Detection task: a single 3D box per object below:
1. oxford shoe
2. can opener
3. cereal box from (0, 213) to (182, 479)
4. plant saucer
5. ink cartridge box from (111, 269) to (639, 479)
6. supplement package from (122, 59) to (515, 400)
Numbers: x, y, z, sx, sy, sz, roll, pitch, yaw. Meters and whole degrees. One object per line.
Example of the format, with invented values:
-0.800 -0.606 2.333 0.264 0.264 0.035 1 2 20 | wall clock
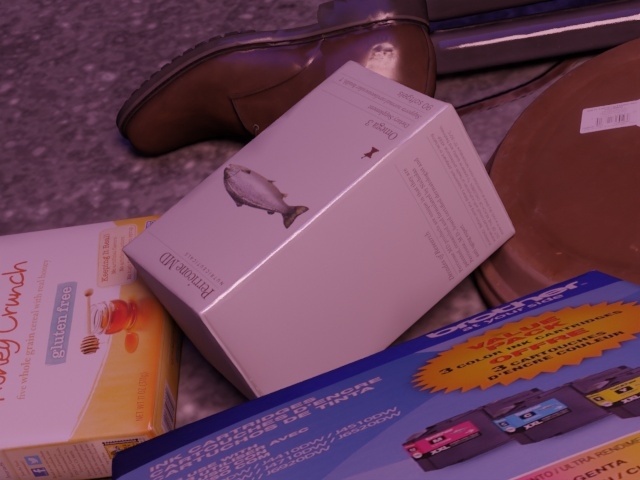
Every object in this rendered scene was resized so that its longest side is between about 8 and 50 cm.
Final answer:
-0.032 -0.090 0.952 0.227 0.083 0.096 -16 73 18 | oxford shoe
0.207 -0.173 0.996 0.284 0.076 0.095 -9 14 6 | can opener
-0.205 0.071 0.865 0.240 0.047 0.173 -8 46 7 | cereal box
0.215 -0.039 0.837 0.278 0.041 0.277 -17 41 15 | plant saucer
0.059 0.135 0.586 0.270 0.151 0.395 -20 6 -6 | ink cartridge box
0.000 0.000 0.813 0.179 0.105 0.105 -41 37 -12 | supplement package
